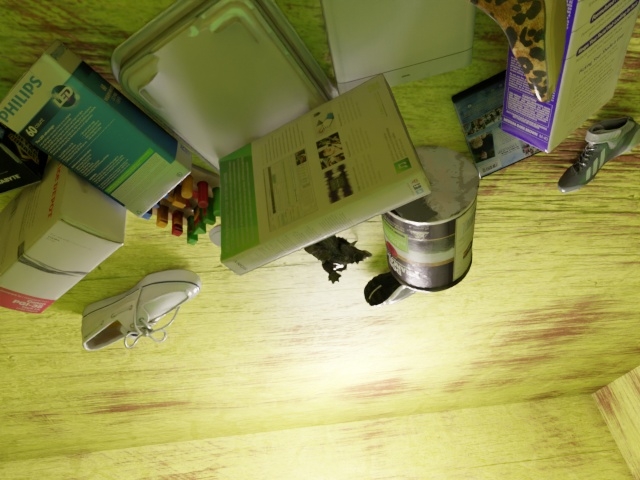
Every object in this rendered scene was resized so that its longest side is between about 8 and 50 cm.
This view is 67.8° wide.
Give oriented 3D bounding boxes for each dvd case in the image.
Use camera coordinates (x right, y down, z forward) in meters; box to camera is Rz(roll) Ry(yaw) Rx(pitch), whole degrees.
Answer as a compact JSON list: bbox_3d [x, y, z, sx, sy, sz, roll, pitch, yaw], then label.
[{"bbox_3d":[0.382,-0.241,0.966,0.180,0.022,0.253,-25,141,16],"label":"dvd case"}]

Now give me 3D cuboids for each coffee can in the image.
[{"bbox_3d":[0.235,-0.039,1.044,0.202,0.201,0.275,-14,143,4],"label":"coffee can"}]

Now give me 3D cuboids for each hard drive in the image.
[{"bbox_3d":[0.111,-0.383,0.681,0.233,0.047,0.353,-14,143,3],"label":"hard drive"}]

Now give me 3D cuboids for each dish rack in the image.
[{"bbox_3d":[-0.141,-0.234,0.795,0.286,0.072,0.333,-25,140,19],"label":"dish rack"}]

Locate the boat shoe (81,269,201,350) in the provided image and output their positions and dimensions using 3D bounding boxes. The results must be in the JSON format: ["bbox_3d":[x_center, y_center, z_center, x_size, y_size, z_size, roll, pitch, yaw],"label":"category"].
[{"bbox_3d":[-0.464,0.200,1.212,0.367,0.156,0.136,-21,143,13],"label":"boat shoe"}]

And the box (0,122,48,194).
[{"bbox_3d":[-0.662,-0.155,0.753,0.322,0.079,0.257,-16,142,6],"label":"box"}]

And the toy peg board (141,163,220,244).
[{"bbox_3d":[-0.280,-0.071,0.965,0.161,0.079,0.161,21,132,-37],"label":"toy peg board"}]

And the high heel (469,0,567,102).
[{"bbox_3d":[0.212,-0.299,0.626,0.186,0.093,0.261,4,127,40],"label":"high heel"}]

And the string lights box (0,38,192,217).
[{"bbox_3d":[-0.349,-0.167,0.761,0.133,0.076,0.260,-37,125,16],"label":"string lights box"}]

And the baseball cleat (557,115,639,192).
[{"bbox_3d":[0.600,-0.196,1.060,0.109,0.072,0.206,28,125,-24],"label":"baseball cleat"}]

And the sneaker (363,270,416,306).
[{"bbox_3d":[0.251,0.105,1.343,0.272,0.100,0.108,-32,153,31],"label":"sneaker"}]

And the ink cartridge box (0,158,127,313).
[{"bbox_3d":[-0.479,-0.024,0.866,0.283,0.207,0.117,-32,140,25],"label":"ink cartridge box"}]

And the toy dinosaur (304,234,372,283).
[{"bbox_3d":[0.000,0.000,1.090,0.314,0.160,0.121,38,89,-30],"label":"toy dinosaur"}]

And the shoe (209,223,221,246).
[{"bbox_3d":[-0.159,-0.033,1.032,0.178,0.081,0.063,-2,139,-28],"label":"shoe"}]

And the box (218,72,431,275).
[{"bbox_3d":[-0.014,-0.104,0.745,0.322,0.232,0.058,-22,140,15],"label":"box"}]

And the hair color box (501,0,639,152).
[{"bbox_3d":[0.384,-0.323,0.723,0.185,0.110,0.338,-39,145,-13],"label":"hair color box"}]
